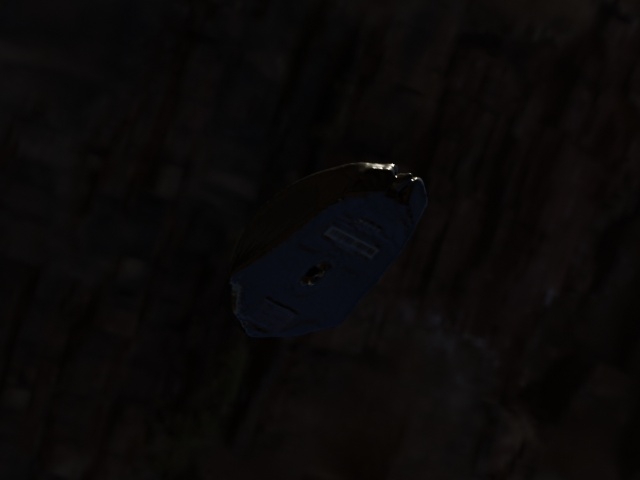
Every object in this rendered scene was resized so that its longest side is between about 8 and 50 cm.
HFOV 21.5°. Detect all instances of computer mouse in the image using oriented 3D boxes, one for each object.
[{"bbox_3d":[0.000,0.000,1.125,0.172,0.099,0.057,-43,-142,25],"label":"computer mouse"}]
